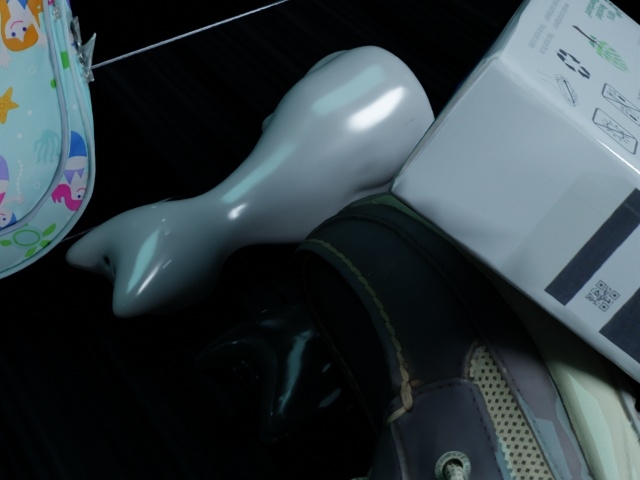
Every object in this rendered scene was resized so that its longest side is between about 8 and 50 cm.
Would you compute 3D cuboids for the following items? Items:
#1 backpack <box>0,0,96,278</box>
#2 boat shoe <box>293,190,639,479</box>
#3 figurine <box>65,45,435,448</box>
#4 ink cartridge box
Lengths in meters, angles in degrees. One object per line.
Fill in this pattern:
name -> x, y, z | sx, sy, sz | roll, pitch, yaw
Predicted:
backpack -> -0.231, -0.083, 0.767 | 0.225, 0.253, 0.191 | -17, 38, -16
boat shoe -> 0.054, 0.110, 0.492 | 0.130, 0.132, 0.355 | -24, 42, -10
figurine -> 0.000, 0.000, 0.736 | 0.209, 0.092, 0.215 | -33, 39, -23
ink cartridge box -> 0.186, 0.037, 0.517 | 0.333, 0.065, 0.165 | 37, 25, 1
